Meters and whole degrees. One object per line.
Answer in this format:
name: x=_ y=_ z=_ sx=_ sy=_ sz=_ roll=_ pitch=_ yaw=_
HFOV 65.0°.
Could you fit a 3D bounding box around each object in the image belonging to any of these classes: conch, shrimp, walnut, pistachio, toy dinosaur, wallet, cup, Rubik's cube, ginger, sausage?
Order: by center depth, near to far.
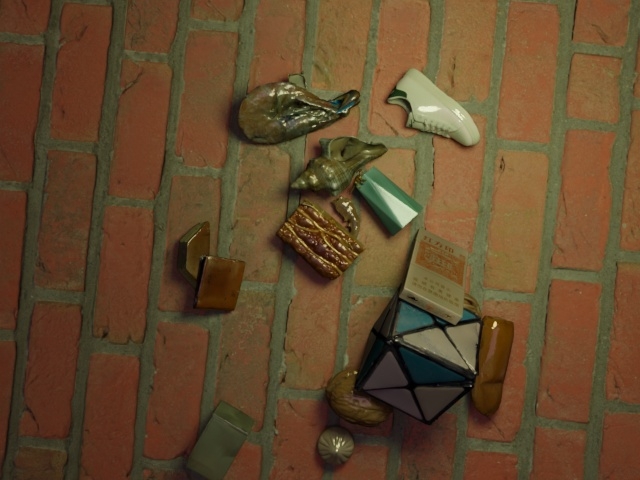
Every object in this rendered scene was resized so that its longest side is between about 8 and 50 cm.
Rubik's cube: x=0.319 y=0.364 z=1.648 sx=0.305 sy=0.307 sz=0.310 roll=29 pitch=131 yaw=1
toy dinosaur: x=0.132 y=-0.200 z=1.753 sx=0.041 sy=0.026 sz=0.113 roll=33 pitch=130 yaw=18
walnut: x=0.134 y=0.550 z=1.761 sx=0.245 sy=0.198 sz=0.198 roll=16 pitch=90 yaw=-4
shrimp: x=-0.078 y=-0.470 z=1.789 sx=0.447 sy=0.109 sz=0.221 roll=-13 pitch=125 yaw=-4
pistachio: x=0.471 y=0.248 z=1.790 sx=0.215 sy=0.144 sz=0.143 roll=14 pitch=90 yaw=5
sausage: x=0.601 y=0.448 z=1.791 sx=0.134 sy=0.116 sz=0.353 roll=10 pitch=91 yaw=-30
conch: x=0.055 y=-0.274 z=1.795 sx=0.386 sy=0.170 sz=0.203 roll=-34 pitch=111 yaw=-31
cup: x=0.235 y=-0.148 z=1.802 sx=0.235 sy=0.148 sz=0.134 roll=47 pitch=59 yaw=6
wallet: x=-0.366 y=0.155 z=1.812 sx=0.161 sy=0.042 sz=0.195 roll=10 pitch=90 yaw=-31
ginger: x=0.104 y=-0.083 z=1.836 sx=0.070 sy=0.051 sz=0.173 roll=-22 pitch=87 yaw=4

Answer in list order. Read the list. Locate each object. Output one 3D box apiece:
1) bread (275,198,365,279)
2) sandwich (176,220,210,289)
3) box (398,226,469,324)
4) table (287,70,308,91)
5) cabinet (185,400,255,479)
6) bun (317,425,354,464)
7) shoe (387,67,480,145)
bread: x=0.000 y=0.000 z=1.792 sx=0.275 sy=0.114 sz=0.184 roll=41 pitch=105 yaw=-1
sandwich: x=-0.460 y=0.055 z=1.814 sx=0.096 sy=0.094 sz=0.257 roll=3 pitch=90 yaw=-39
box: x=0.392 y=0.108 z=1.699 sx=0.205 sy=0.365 sz=0.051 roll=26 pitch=128 yaw=1
table: x=-0.080 y=-0.562 z=1.824 sx=0.063 sy=0.083 sz=0.079 roll=-12 pitch=89 yaw=2
cabinet: x=-0.358 y=0.715 z=1.791 sx=0.150 sy=0.145 sz=0.206 roll=30 pitch=90 yaw=0
bun: x=0.054 y=0.749 z=1.811 sx=0.139 sy=0.094 sz=0.138 roll=0 pitch=92 yaw=4
shoe: x=0.396 y=-0.440 z=1.795 sx=0.160 sy=0.132 sz=0.363 roll=-45 pitch=85 yaw=0
